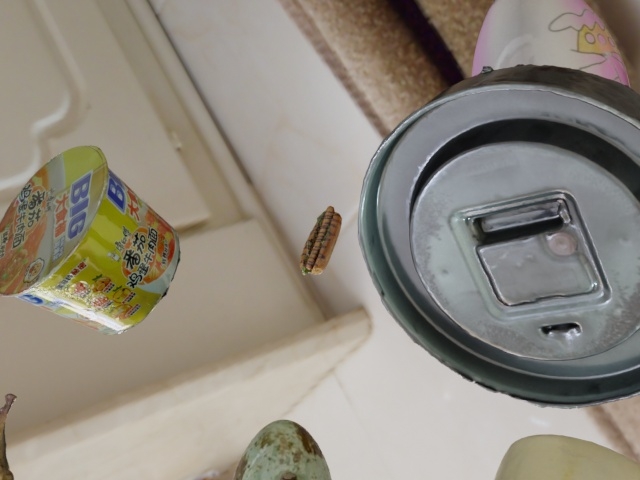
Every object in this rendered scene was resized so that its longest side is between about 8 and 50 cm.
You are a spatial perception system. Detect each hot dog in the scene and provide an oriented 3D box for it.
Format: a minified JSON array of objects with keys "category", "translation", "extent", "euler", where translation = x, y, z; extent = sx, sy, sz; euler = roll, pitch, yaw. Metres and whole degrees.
[{"category":"hot dog","translation":[0.000,0.000,1.665],"extent":[0.049,0.122,0.037],"euler":[8,157,26]}]

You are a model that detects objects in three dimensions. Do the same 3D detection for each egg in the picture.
[{"category":"egg","translation":[0.283,-0.181,1.288],"extent":[0.196,0.271,0.196],"euler":[1,-177,0]},{"category":"egg","translation":[-0.062,0.404,1.724],"extent":[0.169,0.169,0.231],"euler":[-13,113,-44]}]

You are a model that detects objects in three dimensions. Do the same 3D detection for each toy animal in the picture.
[{"category":"toy animal","translation":[-0.432,0.323,1.423],"extent":[0.149,0.275,0.054],"euler":[-43,137,11]}]

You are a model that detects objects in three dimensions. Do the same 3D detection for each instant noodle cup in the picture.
[{"category":"instant noodle cup","translation":[-0.272,0.008,1.247],"extent":[0.205,0.205,0.153],"euler":[-35,133,19]}]

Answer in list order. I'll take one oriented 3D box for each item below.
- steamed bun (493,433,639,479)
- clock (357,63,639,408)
[{"category":"steamed bun","translation":[0.329,0.472,1.200],"extent":[0.289,0.456,0.371],"euler":[3,-132,35]},{"category":"clock","translation":[0.183,0.000,0.885],"extent":[0.312,0.312,0.061],"euler":[-44,-176,41]}]
